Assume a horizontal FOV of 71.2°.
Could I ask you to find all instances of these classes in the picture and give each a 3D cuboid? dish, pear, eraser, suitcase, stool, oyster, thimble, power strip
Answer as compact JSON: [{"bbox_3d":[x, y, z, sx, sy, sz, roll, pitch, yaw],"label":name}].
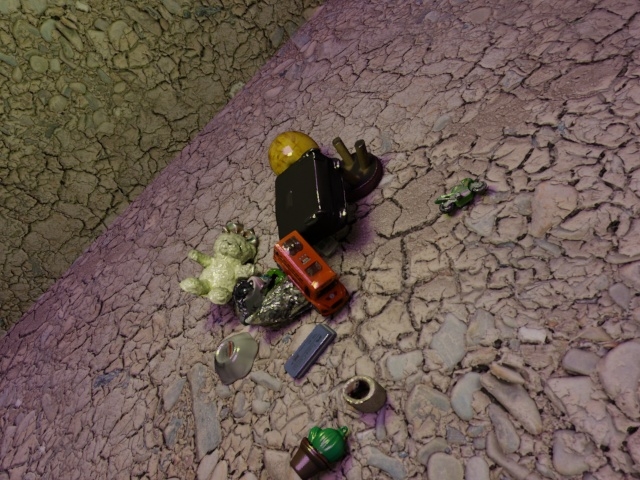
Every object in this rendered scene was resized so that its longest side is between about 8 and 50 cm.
[{"bbox_3d":[-0.369,0.467,1.832,0.230,0.081,0.229,-22,44,23],"label":"dish"},{"bbox_3d":[-0.127,-0.413,2.241,0.281,0.281,0.280,-22,45,24],"label":"pear"},{"bbox_3d":[-0.038,0.405,1.649,0.225,0.036,0.082,-50,39,-7],"label":"eraser"},{"bbox_3d":[-0.053,-0.166,1.865,0.339,0.188,0.345,-27,61,42],"label":"suitcase"},{"bbox_3d":[0.128,-0.330,2.030,0.272,0.178,0.272,-22,47,25],"label":"stool"},{"bbox_3d":[-0.144,0.241,1.802,0.351,0.158,0.162,-33,14,-13],"label":"oyster"},{"bbox_3d":[0.137,0.480,1.399,0.115,0.090,0.102,-30,42,14],"label":"thimble"},{"bbox_3d":[0.000,0.000,1.934,0.227,0.029,0.080,35,82,34],"label":"power strip"}]

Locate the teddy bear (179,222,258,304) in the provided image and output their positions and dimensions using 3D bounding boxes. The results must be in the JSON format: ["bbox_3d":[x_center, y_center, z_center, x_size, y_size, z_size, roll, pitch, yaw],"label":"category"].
[{"bbox_3d":[-0.438,0.082,2.050,0.328,0.375,0.362,21,87,4],"label":"teddy bear"}]

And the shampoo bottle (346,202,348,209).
[{"bbox_3d":[0.045,-0.152,2.053,0.191,0.041,0.069,2,53,40],"label":"shampoo bottle"}]

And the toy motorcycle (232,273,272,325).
[{"bbox_3d":[-0.268,0.228,1.866,0.108,0.239,0.204,36,52,19],"label":"toy motorcycle"}]

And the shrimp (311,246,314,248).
[{"bbox_3d":[-0.075,-0.059,2.053,0.178,0.075,0.289,-20,44,14],"label":"shrimp"}]

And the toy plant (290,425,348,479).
[{"bbox_3d":[-0.002,0.638,1.377,0.200,0.105,0.143,-38,23,-20],"label":"toy plant"}]

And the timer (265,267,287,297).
[{"bbox_3d":[-0.208,0.189,1.963,0.128,0.047,0.140,20,72,46],"label":"timer"}]

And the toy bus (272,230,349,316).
[{"bbox_3d":[-0.036,0.125,1.700,0.143,0.153,0.329,-35,70,-18],"label":"toy bus"}]

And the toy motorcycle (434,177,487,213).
[{"bbox_3d":[0.520,-0.173,1.662,0.190,0.074,0.106,-33,32,13],"label":"toy motorcycle"}]
